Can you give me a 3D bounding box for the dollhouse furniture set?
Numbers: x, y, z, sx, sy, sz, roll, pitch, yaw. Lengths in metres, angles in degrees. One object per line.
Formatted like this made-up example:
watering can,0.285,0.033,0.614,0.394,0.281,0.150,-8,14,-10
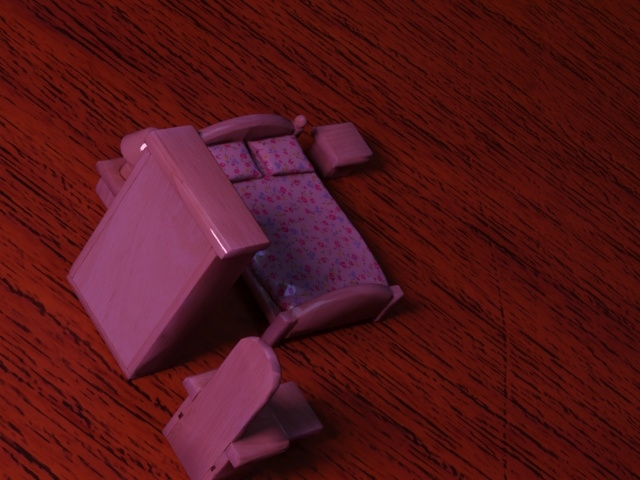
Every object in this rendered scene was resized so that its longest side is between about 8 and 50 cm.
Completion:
dollhouse furniture set,0.000,0.000,1.386,0.355,0.174,0.303,-13,61,-42
